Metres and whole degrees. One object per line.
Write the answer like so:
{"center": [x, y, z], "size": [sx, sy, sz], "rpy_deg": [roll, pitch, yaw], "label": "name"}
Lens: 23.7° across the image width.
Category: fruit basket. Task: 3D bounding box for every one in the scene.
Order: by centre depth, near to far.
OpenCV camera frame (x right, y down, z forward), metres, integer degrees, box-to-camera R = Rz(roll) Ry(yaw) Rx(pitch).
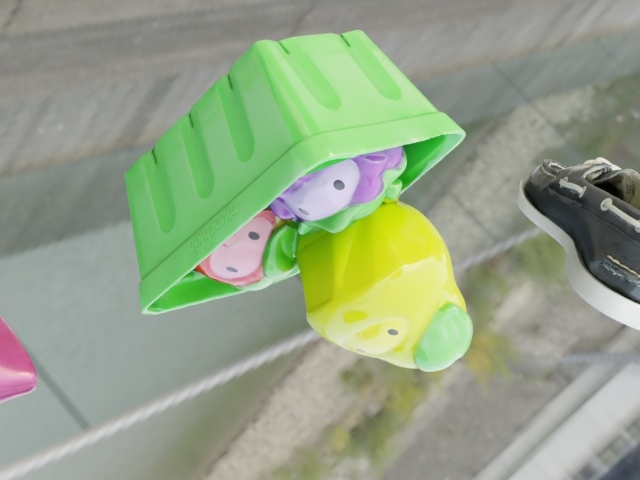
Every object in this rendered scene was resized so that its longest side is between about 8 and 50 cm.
{"center": [0.000, 0.000, 1.675], "size": [0.283, 0.392, 0.392], "rpy_deg": [-13, 149, -44], "label": "fruit basket"}

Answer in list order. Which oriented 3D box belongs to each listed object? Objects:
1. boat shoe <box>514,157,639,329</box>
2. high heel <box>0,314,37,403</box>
{"center": [0.252, -0.019, 1.319], "size": [0.091, 0.114, 0.302], "rpy_deg": [-62, -160, 16], "label": "boat shoe"}
{"center": [-0.359, 0.066, 1.522], "size": [0.377, 0.181, 0.127], "rpy_deg": [-99, -167, -62], "label": "high heel"}
